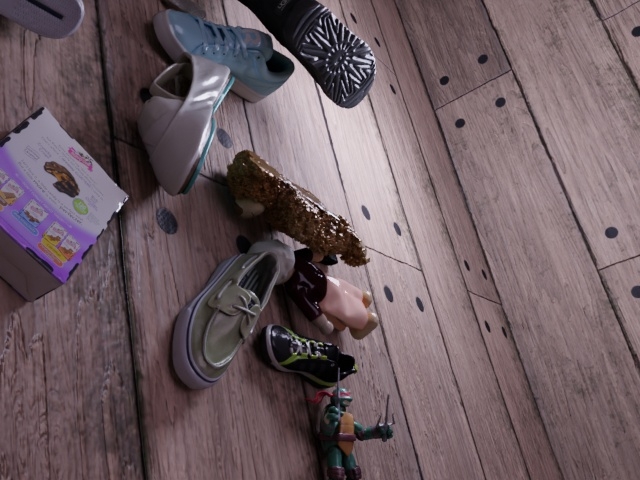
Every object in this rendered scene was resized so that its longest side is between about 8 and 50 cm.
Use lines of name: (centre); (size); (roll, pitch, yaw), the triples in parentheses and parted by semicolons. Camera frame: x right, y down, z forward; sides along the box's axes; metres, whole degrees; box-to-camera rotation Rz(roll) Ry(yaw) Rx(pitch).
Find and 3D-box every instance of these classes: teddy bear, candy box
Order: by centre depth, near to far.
candy box: (-0.356, -0.050, 0.792); (0.164, 0.070, 0.196); (51, 30, -24)
teddy bear: (-0.048, -0.042, 1.246); (0.338, 0.113, 0.245); (30, 12, -42)

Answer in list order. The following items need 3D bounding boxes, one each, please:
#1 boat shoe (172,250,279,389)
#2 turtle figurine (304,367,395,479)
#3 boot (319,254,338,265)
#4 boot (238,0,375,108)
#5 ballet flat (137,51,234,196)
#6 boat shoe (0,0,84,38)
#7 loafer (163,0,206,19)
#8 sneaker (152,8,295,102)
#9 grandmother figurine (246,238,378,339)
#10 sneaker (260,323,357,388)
boat shoe: (-0.146, 0.107, 1.011); (0.109, 0.094, 0.302); (52, 29, -23)
turtle figurine: (0.050, 0.353, 1.131); (0.175, 0.118, 0.234); (15, 69, -39)
boot: (0.000, 0.000, 1.430); (0.121, 0.045, 0.099); (28, 45, -60)
boot: (-0.092, -0.537, 1.505); (0.445, 0.146, 0.367); (44, 2, 30)
ballet flat: (-0.249, -0.219, 1.103); (0.139, 0.139, 0.400); (49, 26, -29)
boat shoe: (-0.480, -0.389, 0.841); (0.119, 0.121, 0.335); (45, 6, 34)
loafer: (-0.302, -0.500, 1.328); (0.125, 0.039, 0.045); (36, 56, -17)
sneaker: (-0.187, -0.415, 1.331); (0.366, 0.150, 0.135); (8, 59, -60)
grandmother figurine: (-0.015, 0.098, 1.266); (0.342, 0.104, 0.207); (35, 22, -40)
sneaker: (-0.014, 0.204, 1.163); (0.235, 0.097, 0.084); (35, 38, -45)
